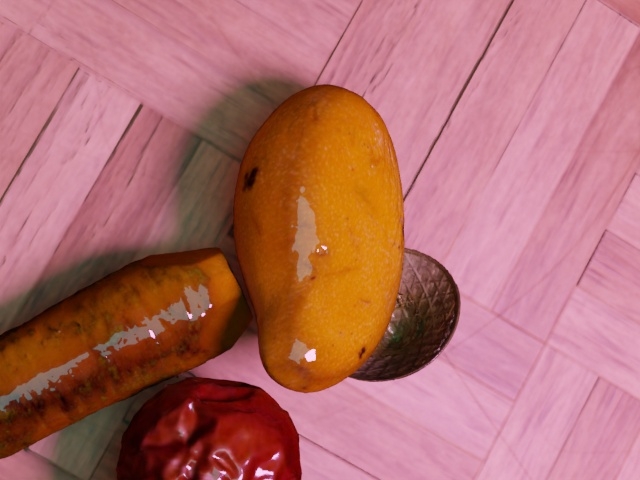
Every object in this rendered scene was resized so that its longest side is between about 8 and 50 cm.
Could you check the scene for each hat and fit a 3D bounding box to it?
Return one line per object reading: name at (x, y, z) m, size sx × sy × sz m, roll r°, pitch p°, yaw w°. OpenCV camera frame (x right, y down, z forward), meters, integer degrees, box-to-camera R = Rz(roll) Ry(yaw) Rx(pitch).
hat at (0.068, 0.084, 1.432) m, size 0.146 × 0.067 × 0.146 m, roll -8°, pitch 57°, yaw 13°

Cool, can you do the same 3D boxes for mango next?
mango at (-0.004, 0.000, 1.364) m, size 0.177 × 0.120 × 0.295 m, roll 23°, pitch 68°, yaw -40°

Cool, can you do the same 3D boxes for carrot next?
carrot at (-0.209, 0.101, 1.338) m, size 0.301 × 0.114 × 0.114 m, roll -26°, pitch 95°, yaw -10°

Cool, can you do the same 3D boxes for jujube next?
jujube at (-0.105, 0.247, 1.334) m, size 0.174 × 0.174 × 0.250 m, roll 3°, pitch 99°, yaw -13°
